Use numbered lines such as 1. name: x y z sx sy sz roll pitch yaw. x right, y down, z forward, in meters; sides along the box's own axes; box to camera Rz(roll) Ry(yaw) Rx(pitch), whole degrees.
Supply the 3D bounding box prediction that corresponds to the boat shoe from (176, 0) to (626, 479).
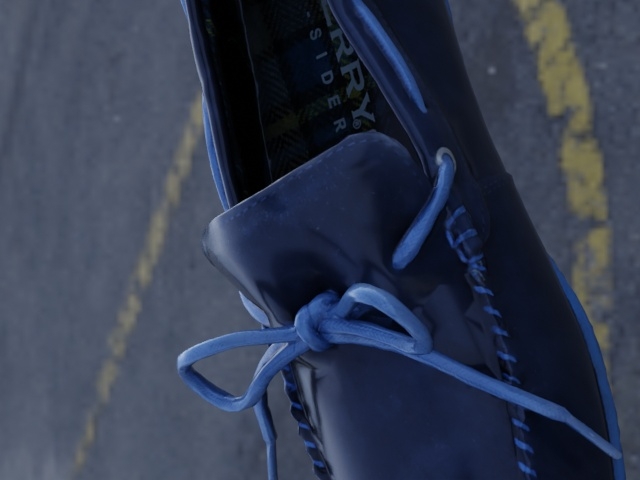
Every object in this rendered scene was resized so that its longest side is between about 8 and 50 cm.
1. boat shoe: 0.000 0.000 0.487 0.109 0.089 0.258 -35 64 28
